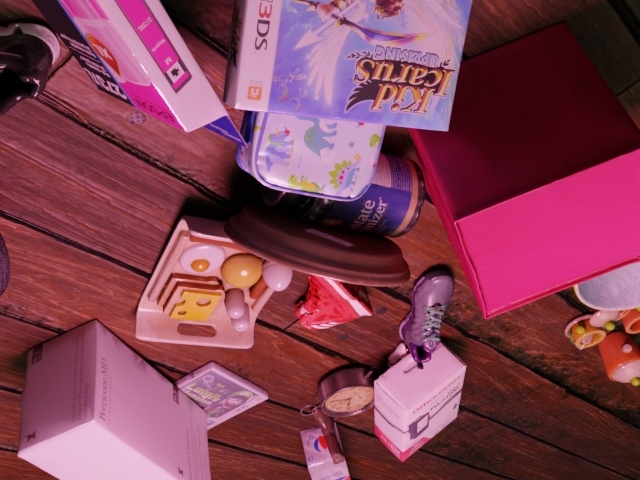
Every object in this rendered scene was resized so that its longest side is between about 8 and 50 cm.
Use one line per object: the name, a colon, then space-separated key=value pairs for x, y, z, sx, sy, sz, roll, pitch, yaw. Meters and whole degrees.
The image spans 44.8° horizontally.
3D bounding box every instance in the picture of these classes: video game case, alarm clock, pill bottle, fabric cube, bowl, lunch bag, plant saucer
video game case: x=0.039 y=-0.257 z=0.872 sx=0.270 sy=0.061 sz=0.244 roll=2 pitch=108 yaw=-21
alarm clock: x=0.042 y=0.329 z=1.657 sx=0.192 sy=0.064 sz=0.129 roll=-28 pitch=140 yaw=9
pill bottle: x=0.031 y=-0.078 z=1.122 sx=0.219 sy=0.122 sz=0.122 roll=9 pitch=135 yaw=-28
video game case: x=-0.230 y=0.324 z=1.591 sx=0.173 sy=0.022 sz=0.190 roll=-30 pitch=139 yaw=17
fabric cube: x=0.284 y=-0.092 z=1.085 sx=0.254 sy=0.258 sz=0.259 roll=-22 pitch=141 yaw=5
bowl: x=0.544 y=-0.024 z=1.335 sx=0.290 sy=0.156 sz=0.289 roll=-10 pitch=140 yaw=-8
lunch bag: x=-0.006 y=-0.167 z=0.967 sx=0.176 sy=0.090 sz=0.218 roll=7 pitch=104 yaw=-26
plant saucer: x=0.000 y=0.000 z=1.121 sx=0.278 sy=0.278 sz=0.041 roll=9 pitch=104 yaw=-28

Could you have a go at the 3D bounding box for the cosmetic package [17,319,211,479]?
cosmetic package: x=-0.356 y=0.343 z=1.401 sx=0.156 sy=0.217 sz=0.385 roll=-23 pitch=138 yaw=9

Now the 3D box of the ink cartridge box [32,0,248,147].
ink cartridge box: x=-0.221 y=-0.226 z=0.822 sx=0.069 sy=0.176 sz=0.371 roll=-52 pitch=143 yaw=-14

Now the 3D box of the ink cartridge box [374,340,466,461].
ink cartridge box: x=0.208 y=0.339 z=1.653 sx=0.172 sy=0.100 sz=0.237 roll=-33 pitch=146 yaw=-22

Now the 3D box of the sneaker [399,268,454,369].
sneaker: x=0.215 y=0.151 z=1.477 sx=0.083 sy=0.098 sz=0.223 roll=-5 pitch=140 yaw=-14

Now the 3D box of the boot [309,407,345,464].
boot: x=0.018 y=0.438 z=1.738 sx=0.037 sy=0.114 sz=0.106 roll=-26 pitch=140 yaw=12

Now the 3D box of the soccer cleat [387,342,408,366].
soccer cleat: x=0.161 y=0.241 z=1.622 sx=0.036 sy=0.029 sz=0.083 roll=-10 pitch=146 yaw=-14

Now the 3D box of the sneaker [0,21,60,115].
sneaker: x=-0.410 y=-0.176 z=0.867 sx=0.234 sy=0.106 sz=0.078 roll=-13 pitch=140 yaw=-3

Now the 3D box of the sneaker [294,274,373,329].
sneaker: x=-0.003 y=0.100 z=1.354 sx=0.128 sy=0.087 sz=0.221 roll=-28 pitch=138 yaw=13

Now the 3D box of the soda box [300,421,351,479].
soda box: x=0.022 y=0.556 z=1.895 sx=0.091 sy=0.098 sz=0.286 roll=-14 pitch=140 yaw=-2

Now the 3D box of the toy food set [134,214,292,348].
toy food set: x=-0.156 y=0.083 z=1.264 sx=0.220 sy=0.092 sz=0.306 roll=9 pitch=139 yaw=-27

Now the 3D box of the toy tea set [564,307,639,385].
toy tea set: x=0.660 y=0.216 z=1.685 sx=0.336 sy=0.124 sz=0.200 roll=23 pitch=127 yaw=-38

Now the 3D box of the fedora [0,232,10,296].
fedora: x=-0.506 y=0.015 z=0.996 sx=0.153 sy=0.334 sz=0.334 roll=-31 pitch=155 yaw=-40
